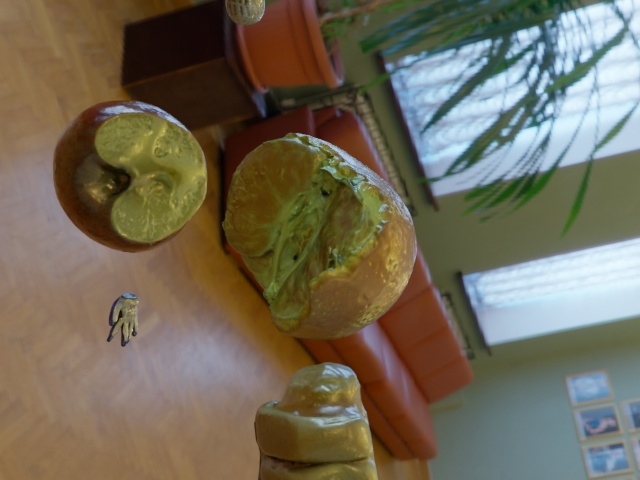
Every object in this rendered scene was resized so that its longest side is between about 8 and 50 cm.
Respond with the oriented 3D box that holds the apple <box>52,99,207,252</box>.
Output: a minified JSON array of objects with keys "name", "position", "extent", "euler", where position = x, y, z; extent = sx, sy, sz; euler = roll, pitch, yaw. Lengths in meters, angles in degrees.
[{"name":"apple","position":[-0.246,-0.080,1.082],"extent":[0.173,0.160,0.195],"euler":[-30,111,-49]}]

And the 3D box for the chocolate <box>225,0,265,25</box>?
[{"name":"chocolate","position":[-0.128,-0.435,1.417],"extent":[0.072,0.072,0.167],"euler":[-87,175,-50]}]

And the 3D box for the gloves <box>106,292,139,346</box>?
[{"name":"gloves","position":[-0.325,0.131,1.409],"extent":[0.064,0.026,0.086],"euler":[-5,101,-56]}]

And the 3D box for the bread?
[{"name":"bread","position":[-0.007,0.383,1.475],"extent":[0.300,0.210,0.341],"euler":[-106,-172,-79]}]

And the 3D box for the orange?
[{"name":"orange","position":[0.005,0.003,0.892],"extent":[0.158,0.179,0.237],"euler":[26,13,-40]}]
